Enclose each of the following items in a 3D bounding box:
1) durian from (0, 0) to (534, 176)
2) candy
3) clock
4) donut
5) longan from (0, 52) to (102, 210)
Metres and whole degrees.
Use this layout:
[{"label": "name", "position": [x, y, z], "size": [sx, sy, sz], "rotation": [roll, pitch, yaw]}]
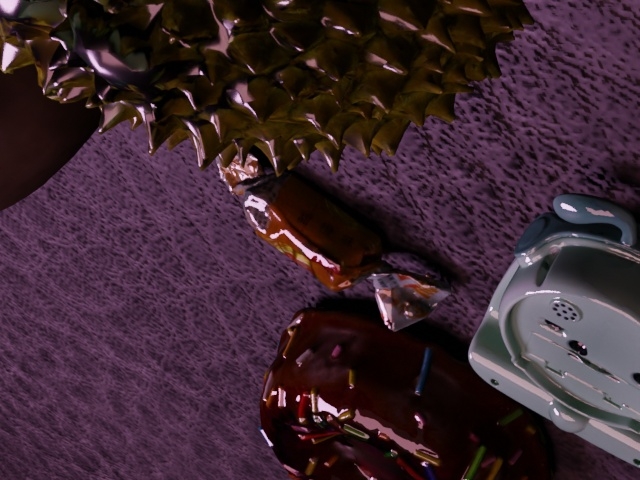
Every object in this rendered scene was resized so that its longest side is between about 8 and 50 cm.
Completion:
[{"label": "durian", "position": [-0.022, -0.157, 0.591], "size": [0.291, 0.225, 0.291], "rotation": [6, 107, 22]}, {"label": "candy", "position": [0.000, 0.000, 0.953], "size": [0.182, 0.046, 0.053], "rotation": [34, 149, 9]}, {"label": "clock", "position": [0.166, 0.048, 0.830], "size": [0.148, 0.060, 0.188], "rotation": [28, 149, 15]}, {"label": "donut", "position": [0.053, 0.150, 1.074], "size": [0.235, 0.089, 0.235], "rotation": [25, 149, 16]}, {"label": "longan", "position": [-0.243, -0.137, 0.794], "size": [0.297, 0.297, 0.297], "rotation": [27, 150, 17]}]
